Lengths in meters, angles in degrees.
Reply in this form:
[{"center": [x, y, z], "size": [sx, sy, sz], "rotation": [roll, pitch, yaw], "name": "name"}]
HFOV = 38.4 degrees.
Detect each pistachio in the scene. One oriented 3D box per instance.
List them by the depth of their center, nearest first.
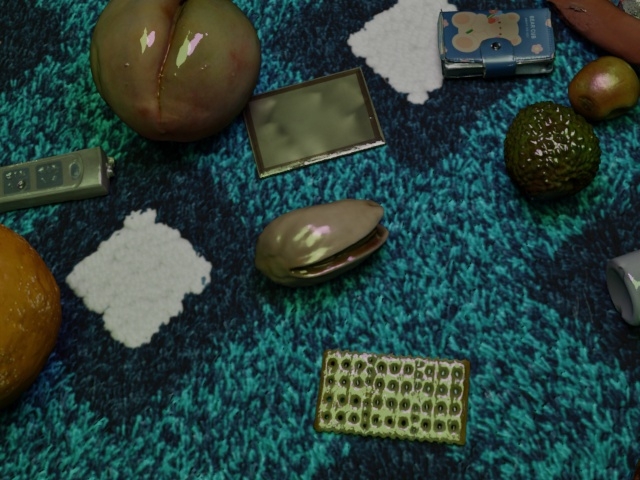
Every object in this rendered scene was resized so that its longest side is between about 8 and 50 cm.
[{"center": [0.000, 0.000, 1.467], "size": [0.223, 0.126, 0.152], "rotation": [-18, 30, -3], "name": "pistachio"}]

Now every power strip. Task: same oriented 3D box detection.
[{"center": [-0.501, -0.100, 1.604], "size": [0.286, 0.048, 0.080], "rotation": [-10, 65, 3], "name": "power strip"}]

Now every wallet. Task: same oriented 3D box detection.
[{"center": [0.309, -0.350, 1.627], "size": [0.202, 0.059, 0.141], "rotation": [-1, 59, 3], "name": "wallet"}]

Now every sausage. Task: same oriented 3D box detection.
[{"center": [0.478, -0.394, 1.597], "size": [0.079, 0.087, 0.327], "rotation": [-10, 45, -35], "name": "sausage"}]

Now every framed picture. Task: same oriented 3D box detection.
[{"center": [-0.016, -0.210, 1.622], "size": [0.231, 0.010, 0.173], "rotation": [-14, 65, -1], "name": "framed picture"}]

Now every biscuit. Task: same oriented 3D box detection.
[{"center": [0.111, 0.236, 1.409], "size": [0.231, 0.016, 0.139], "rotation": [4, 68, 8], "name": "biscuit"}]

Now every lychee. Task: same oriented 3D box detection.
[{"center": [0.369, -0.149, 1.479], "size": [0.171, 0.171, 0.171], "rotation": [-2, 66, 5], "name": "lychee"}]

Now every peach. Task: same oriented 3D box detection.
[{"center": [-0.248, -0.300, 1.563], "size": [0.292, 0.247, 0.292], "rotation": [4, 74, -14], "name": "peach"}]

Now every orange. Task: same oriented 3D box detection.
[{"center": [-0.571, 0.112, 1.379], "size": [0.340, 0.293, 0.341], "rotation": [-3, 66, 7], "name": "orange"}]

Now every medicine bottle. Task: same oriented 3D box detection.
[{"center": [0.620, 0.028, 1.397], "size": [0.351, 0.110, 0.110], "rotation": [-17, 66, -2], "name": "medicine bottle"}]

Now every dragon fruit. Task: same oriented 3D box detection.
[{"center": [0.560, -0.388, 1.620], "size": [0.060, 0.056, 0.083], "rotation": [-19, 70, -1], "name": "dragon fruit"}]

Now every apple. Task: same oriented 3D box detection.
[{"center": [0.478, -0.253, 1.544], "size": [0.114, 0.099, 0.102], "rotation": [-24, 68, -9], "name": "apple"}]

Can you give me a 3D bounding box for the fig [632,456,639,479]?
[{"center": [0.515, 0.359, 1.242], "size": [0.186, 0.142, 0.148], "rotation": [15, 95, 25], "name": "fig"}]
